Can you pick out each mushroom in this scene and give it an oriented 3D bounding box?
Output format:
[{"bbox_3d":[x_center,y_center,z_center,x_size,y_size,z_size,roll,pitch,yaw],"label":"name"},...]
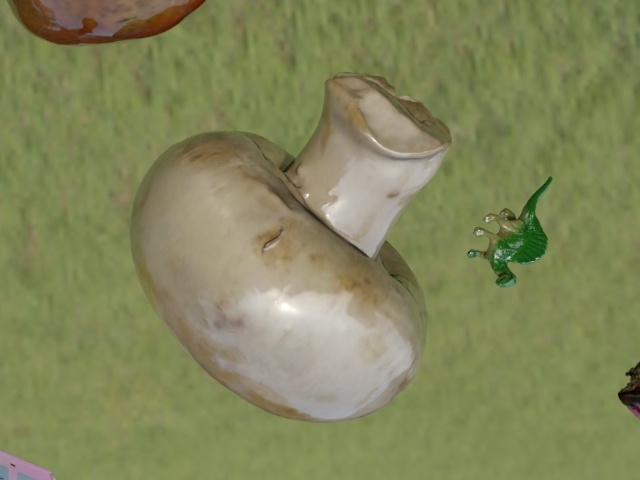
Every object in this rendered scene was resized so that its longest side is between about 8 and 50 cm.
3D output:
[{"bbox_3d":[0.000,0.000,1.495,0.290,0.297,0.297,-46,155,10],"label":"mushroom"}]

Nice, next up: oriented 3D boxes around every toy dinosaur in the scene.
[{"bbox_3d":[0.175,-0.007,1.521,0.060,0.119,0.029,32,153,24],"label":"toy dinosaur"}]

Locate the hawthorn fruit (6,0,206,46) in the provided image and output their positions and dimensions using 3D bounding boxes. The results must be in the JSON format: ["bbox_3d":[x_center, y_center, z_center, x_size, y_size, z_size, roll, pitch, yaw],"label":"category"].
[{"bbox_3d":[-0.133,-0.251,1.255,0.248,0.208,0.208,-19,162,34],"label":"hawthorn fruit"}]

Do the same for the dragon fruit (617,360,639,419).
[{"bbox_3d":[0.335,0.096,1.252,0.163,0.189,0.262,-16,175,-26],"label":"dragon fruit"}]

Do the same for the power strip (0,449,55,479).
[{"bbox_3d":[-0.274,0.296,1.446,0.037,0.279,0.109,-27,140,30],"label":"power strip"}]
